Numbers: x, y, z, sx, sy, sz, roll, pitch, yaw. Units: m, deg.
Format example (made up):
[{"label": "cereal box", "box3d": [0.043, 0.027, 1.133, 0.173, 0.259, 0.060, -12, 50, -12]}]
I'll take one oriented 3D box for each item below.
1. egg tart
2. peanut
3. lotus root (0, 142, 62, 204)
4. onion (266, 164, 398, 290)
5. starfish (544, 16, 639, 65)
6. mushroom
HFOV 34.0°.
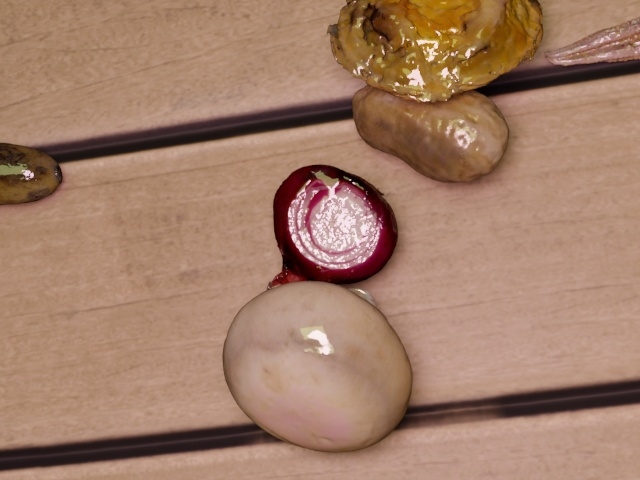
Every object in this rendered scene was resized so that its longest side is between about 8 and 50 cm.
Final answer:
[{"label": "egg tart", "box3d": [0.144, -0.296, 1.349, 0.297, 0.132, 0.297, -5, 46, 6]}, {"label": "peanut", "box3d": [0.142, -0.151, 1.373, 0.224, 0.129, 0.129, 29, 85, 25]}, {"label": "lotus root", "box3d": [-0.458, -0.096, 1.499, 0.179, 0.080, 0.089, -3, 77, 9]}, {"label": "onion", "box3d": [0.005, 0.000, 1.374, 0.173, 0.135, 0.198, 42, 103, 14]}, {"label": "starfish", "box3d": [0.530, -0.262, 1.323, 0.384, 0.132, 0.398, -42, 87, 7]}, {"label": "mushroom", "box3d": [0.005, 0.148, 1.303, 0.246, 0.246, 0.202, 20, 44, 14]}]
